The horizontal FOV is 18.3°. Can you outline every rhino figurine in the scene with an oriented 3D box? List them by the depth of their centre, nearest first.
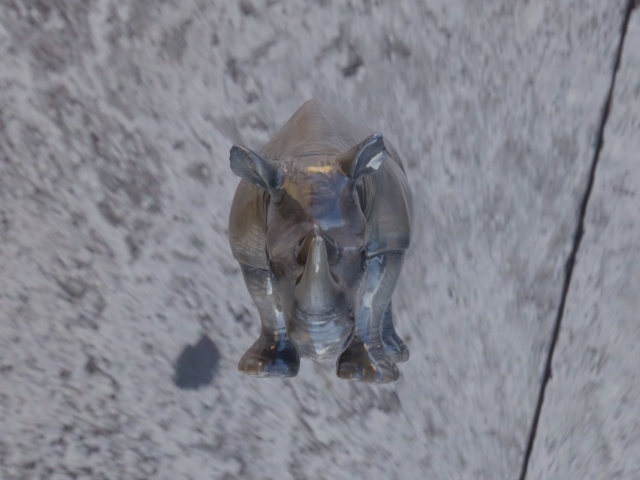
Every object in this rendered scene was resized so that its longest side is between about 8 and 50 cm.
[{"bbox_3d":[0.000,0.000,0.760,0.073,0.243,0.106,1,91,3],"label":"rhino figurine"}]
